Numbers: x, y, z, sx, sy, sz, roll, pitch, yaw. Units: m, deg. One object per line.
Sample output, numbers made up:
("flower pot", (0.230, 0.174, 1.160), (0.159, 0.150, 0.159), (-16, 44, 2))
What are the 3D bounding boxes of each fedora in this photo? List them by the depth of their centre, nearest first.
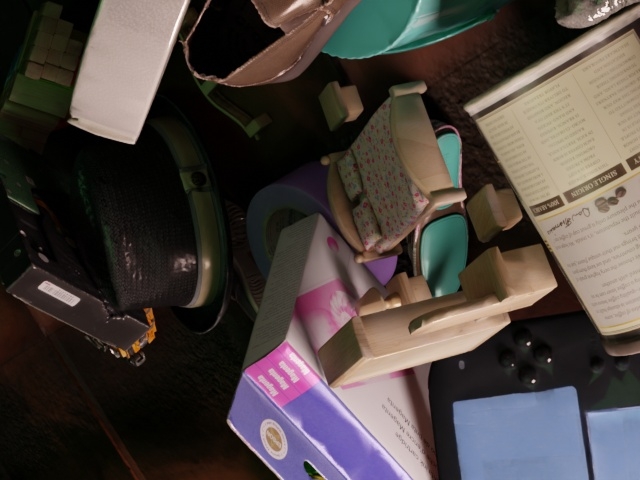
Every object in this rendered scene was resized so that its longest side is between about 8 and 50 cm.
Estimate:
("fedora", (-0.245, -0.025, 1.806), (0.334, 0.152, 0.334), (35, 131, 54))

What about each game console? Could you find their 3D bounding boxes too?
("game console", (0.286, 0.267, 1.409), (0.342, 0.060, 0.386), (-12, 80, 33))

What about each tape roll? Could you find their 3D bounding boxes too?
("tape roll", (-0.136, -0.281, 1.245), (0.072, 0.392, 0.392), (20, 139, -9))
("tape roll", (0.000, 0.000, 1.694), (0.189, 0.080, 0.189), (25, 131, 33))

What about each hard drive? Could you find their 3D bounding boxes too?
("hard drive", (-0.385, -0.011, 1.891), (0.064, 0.237, 0.339), (-42, 49, 12))

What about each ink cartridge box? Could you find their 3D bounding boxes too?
("ink cartridge box", (0.049, 0.180, 1.507), (0.071, 0.330, 0.324), (-28, 117, 26))

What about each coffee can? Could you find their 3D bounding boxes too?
("coffee can", (0.288, -0.060, 1.256), (0.201, 0.201, 0.275), (-28, 94, 51))

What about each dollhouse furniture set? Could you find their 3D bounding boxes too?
("dollhouse furniture set", (0.052, -0.048, 1.406), (0.355, 0.174, 0.303), (71, 156, 14))

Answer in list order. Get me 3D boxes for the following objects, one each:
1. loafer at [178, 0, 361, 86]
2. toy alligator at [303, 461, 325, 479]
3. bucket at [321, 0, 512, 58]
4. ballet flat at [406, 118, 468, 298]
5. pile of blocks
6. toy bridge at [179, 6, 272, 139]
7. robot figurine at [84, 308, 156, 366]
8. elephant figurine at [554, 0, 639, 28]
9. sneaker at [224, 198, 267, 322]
("loafer", (-0.022, -0.250, 1.214), (0.134, 0.130, 0.366), (48, 140, 12))
("toy alligator", (0.037, 0.289, 1.731), (0.051, 0.056, 0.190), (26, 150, -28))
("bucket", (0.063, -0.320, 1.329), (0.281, 0.183, 0.281), (26, 131, 34))
("ballet flat", (0.126, -0.039, 1.553), (0.079, 0.077, 0.221), (33, 133, 53))
("pile of blocks", (-0.389, -0.232, 1.945), (0.113, 0.149, 0.362), (18, 157, -20))
("toy bridge", (-0.133, -0.208, 1.734), (0.188, 0.026, 0.063), (56, 144, 1))
("robot figurine", (-0.364, 0.071, 2.100), (0.291, 0.085, 0.211), (35, 150, 25))
("elephant figurine", (0.351, -0.220, 1.098), (0.186, 0.169, 0.239), (53, 125, 29))
("sneaker", (-0.101, 0.058, 1.848), (0.222, 0.083, 0.118), (57, 147, 15))
